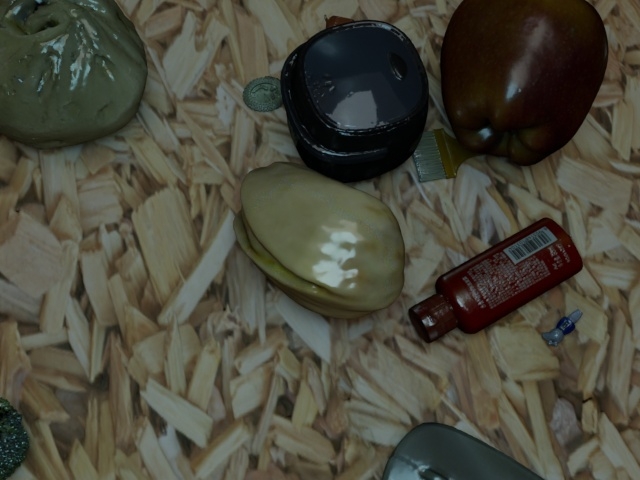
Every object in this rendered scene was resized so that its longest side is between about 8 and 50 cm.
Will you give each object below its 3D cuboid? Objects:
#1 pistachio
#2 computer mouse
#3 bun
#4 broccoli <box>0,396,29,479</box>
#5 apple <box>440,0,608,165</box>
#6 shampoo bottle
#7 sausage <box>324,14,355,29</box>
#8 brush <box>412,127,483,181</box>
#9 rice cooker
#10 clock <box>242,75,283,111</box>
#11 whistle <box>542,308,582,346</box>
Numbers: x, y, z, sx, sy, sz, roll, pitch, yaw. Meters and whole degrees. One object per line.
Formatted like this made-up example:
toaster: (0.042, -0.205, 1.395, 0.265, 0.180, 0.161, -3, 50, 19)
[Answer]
pistachio: (0.000, 0.000, 1.159, 0.321, 0.229, 0.238, 37, 36, 22)
computer mouse: (0.256, 0.428, 1.111, 0.331, 0.095, 0.197, 31, 69, 6)
bun: (-0.484, -0.332, 1.227, 0.326, 0.234, 0.362, -40, 81, -10)
broccoli: (-0.555, 0.322, 1.093, 0.204, 0.118, 0.122, -10, 104, 9)
apple: (0.356, -0.303, 1.251, 0.288, 0.288, 0.317, 16, 74, 1)
shampoo bottle: (0.304, 0.076, 1.230, 0.314, 0.076, 0.118, -28, 77, -11)
sausage: (0.081, -0.395, 1.370, 0.169, 0.065, 0.065, 18, 72, 1)
brush: (0.307, -0.179, 1.344, 0.272, 0.013, 0.103, -10, 74, -8)
rice cooker: (0.057, -0.235, 1.236, 0.267, 0.224, 0.267, 1, 74, -5)
clock: (-0.109, -0.282, 1.350, 0.083, 0.010, 0.074, -16, 75, -8)
whistle: (0.430, 0.152, 1.241, 0.083, 0.029, 0.033, -42, 63, -7)
